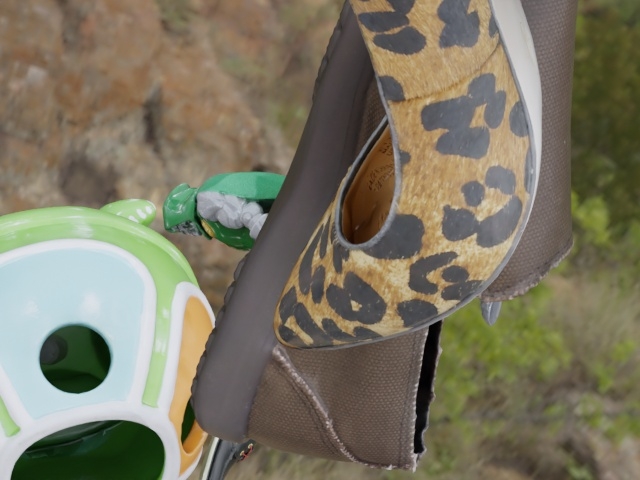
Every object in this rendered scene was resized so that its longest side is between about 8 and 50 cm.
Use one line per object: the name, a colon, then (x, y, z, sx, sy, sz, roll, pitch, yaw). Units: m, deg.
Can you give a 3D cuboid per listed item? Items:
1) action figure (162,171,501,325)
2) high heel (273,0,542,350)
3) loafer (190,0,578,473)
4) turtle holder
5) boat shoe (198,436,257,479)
action figure: (0.000, 0.000, 1.055, 0.232, 0.137, 0.063, 13, 77, 29)
high heel: (0.005, -0.065, 0.597, 0.186, 0.261, 0.093, 26, 39, -24)
loafer: (0.061, -0.044, 0.757, 0.130, 0.366, 0.134, 25, 33, 3)
turtle holder: (-0.228, 0.104, 1.290, 0.320, 0.243, 0.227, 13, 27, -27)
boat shoe: (-0.074, 0.170, 1.478, 0.042, 0.049, 0.133, 22, 70, -5)
